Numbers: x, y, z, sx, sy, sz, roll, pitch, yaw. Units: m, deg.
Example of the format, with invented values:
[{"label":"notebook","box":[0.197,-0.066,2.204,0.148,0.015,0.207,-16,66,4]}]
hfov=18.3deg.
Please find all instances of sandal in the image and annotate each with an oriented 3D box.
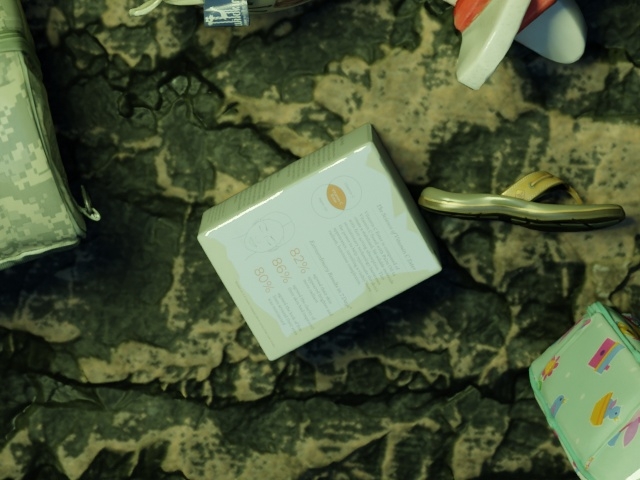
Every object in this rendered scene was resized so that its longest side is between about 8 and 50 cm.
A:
[{"label":"sandal","box":[0.175,-0.038,1.720,0.180,0.072,0.049,7,83,2]}]

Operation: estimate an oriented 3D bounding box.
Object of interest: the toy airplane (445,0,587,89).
[{"label":"toy airplane","box":[0.212,-0.263,1.521,0.386,0.272,0.384,-12,121,6]}]

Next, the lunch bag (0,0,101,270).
[{"label":"lunch bag","box":[-0.355,-0.070,1.591,0.305,0.212,0.256,-19,85,-6]}]

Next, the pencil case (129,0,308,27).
[{"label":"pencil case","box":[-0.089,-0.379,1.574,0.183,0.160,0.410,-14,106,-18]}]

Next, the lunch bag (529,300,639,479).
[{"label":"lunch bag","box":[0.300,0.178,1.665,0.224,0.279,0.108,37,102,-20]}]

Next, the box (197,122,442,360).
[{"label":"box","box":[0.000,0.000,1.709,0.170,0.091,0.130,-28,103,7]}]
